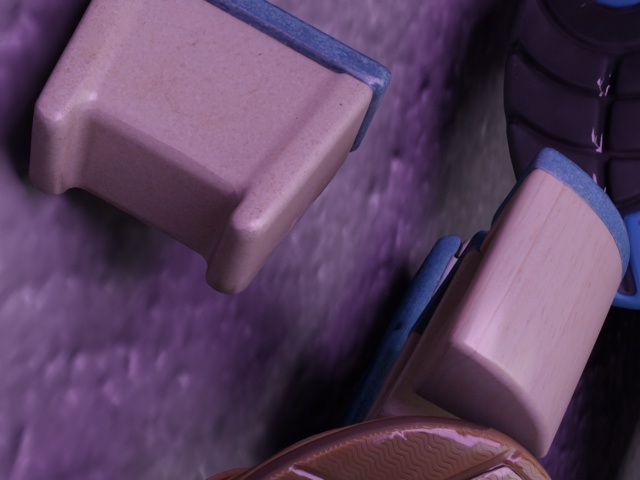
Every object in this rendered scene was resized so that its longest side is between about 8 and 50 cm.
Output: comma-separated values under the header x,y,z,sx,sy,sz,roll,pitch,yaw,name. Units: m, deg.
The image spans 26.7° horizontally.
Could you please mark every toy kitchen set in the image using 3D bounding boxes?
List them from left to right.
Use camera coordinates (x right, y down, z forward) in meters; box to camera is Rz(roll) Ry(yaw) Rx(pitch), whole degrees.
x,y,z,sx,sy,sz,roll,pitch,yaw,name
0.000,0.000,0.446,0.122,0.166,0.207,-60,178,-28,toy kitchen set

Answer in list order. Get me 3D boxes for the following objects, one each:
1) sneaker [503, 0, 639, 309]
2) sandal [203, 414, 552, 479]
x,y,z,sx,sy,sz,roll,pitch,yaw,name
0.161,-0.116,0.575,0.140,0.125,0.341,62,38,-58,sneaker
-0.022,0.095,0.369,0.072,0.180,0.049,55,14,-18,sandal
